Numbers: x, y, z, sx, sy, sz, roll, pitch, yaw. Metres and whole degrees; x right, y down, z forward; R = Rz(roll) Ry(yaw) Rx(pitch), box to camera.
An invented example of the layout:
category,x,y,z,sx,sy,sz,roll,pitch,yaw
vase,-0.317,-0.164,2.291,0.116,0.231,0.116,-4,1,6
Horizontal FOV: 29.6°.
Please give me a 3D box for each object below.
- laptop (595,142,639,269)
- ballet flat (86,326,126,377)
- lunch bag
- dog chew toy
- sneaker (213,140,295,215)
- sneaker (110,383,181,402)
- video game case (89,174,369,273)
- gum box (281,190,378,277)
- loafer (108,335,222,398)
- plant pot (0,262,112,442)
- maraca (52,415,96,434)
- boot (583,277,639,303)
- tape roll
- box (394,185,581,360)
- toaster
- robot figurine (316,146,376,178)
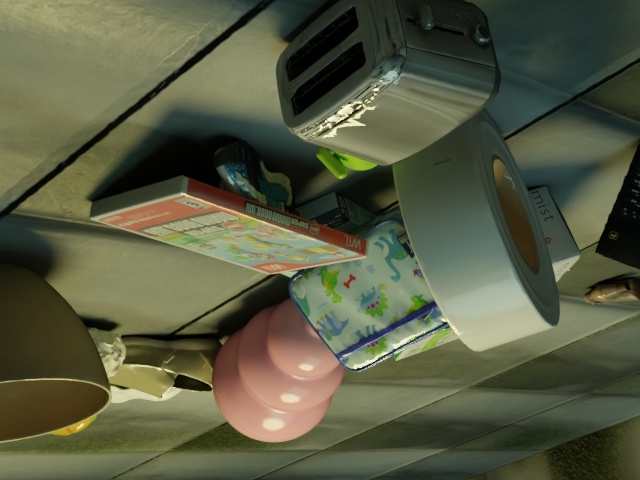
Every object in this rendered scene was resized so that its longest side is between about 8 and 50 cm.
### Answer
category,x,y,z,sx,sy,sz,roll,pitch,yaw
laptop,0.527,-0.052,1.602,0.234,0.264,0.136,20,-167,3
ballet flat,-0.474,0.210,1.793,0.409,0.147,0.147,2,155,-31
lunch bag,0.083,0.066,1.614,0.219,0.176,0.090,-30,-171,30
dog chew toy,-0.051,0.193,1.948,0.207,0.206,0.332,-3,153,-23
sneaker,-0.098,-0.060,1.465,0.083,0.071,0.191,-13,159,16
sneaker,-0.313,0.257,2.157,0.152,0.053,0.061,-8,155,-11
video game case,-0.111,-0.013,1.491,0.285,0.025,0.204,19,161,-37
gum box,0.000,0.000,1.703,0.157,0.041,0.184,-23,157,22
loafer,-0.282,0.215,2.014,0.269,0.092,0.102,-2,156,-25
plant pot,-0.434,0.142,1.610,0.284,0.191,0.284,-12,158,-5
maraca,-0.467,0.269,2.050,0.186,0.099,0.127,24,140,-17
boot,0.552,0.099,2.276,0.087,0.042,0.118,-20,157,35
tape roll,0.188,-0.017,1.437,0.100,0.286,0.286,-20,158,20
box,0.222,0.055,1.798,0.231,0.126,0.262,-18,161,-19
toaster,0.057,-0.163,1.214,0.146,0.129,0.227,11,151,-39
robot figurine,0.040,-0.122,1.382,0.101,0.067,0.115,-42,155,0
